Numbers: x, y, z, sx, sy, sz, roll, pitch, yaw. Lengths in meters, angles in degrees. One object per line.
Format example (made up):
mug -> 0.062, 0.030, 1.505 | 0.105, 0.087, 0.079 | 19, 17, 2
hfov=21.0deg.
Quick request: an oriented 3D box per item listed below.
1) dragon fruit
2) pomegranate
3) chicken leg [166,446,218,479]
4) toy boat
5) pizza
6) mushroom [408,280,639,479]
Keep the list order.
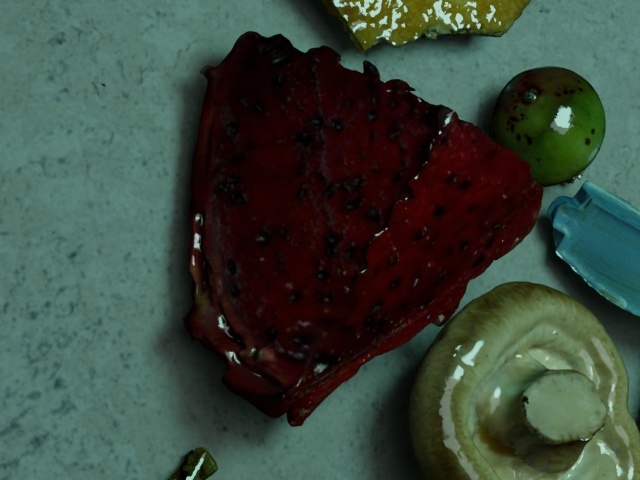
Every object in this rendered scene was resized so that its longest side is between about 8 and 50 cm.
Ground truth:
dragon fruit -> 0.005, 0.002, 1.635 | 0.228, 0.286, 0.329 | 24, 91, -58
pomegranate -> 0.230, -0.114, 1.762 | 0.130, 0.130, 0.130 | 6, 75, -24
chicken leg -> -0.142, 0.259, 1.523 | 0.093, 0.070, 0.178 | 28, 52, 10
toy boat -> 0.336, 0.018, 1.772 | 0.215, 0.088, 0.102 | 36, 25, 15
pizza -> 0.090, -0.275, 1.752 | 0.365, 0.074, 0.182 | -3, 77, -26
mushroom -> 0.203, 0.176, 1.657 | 0.278, 0.146, 0.278 | 9, 73, -31
